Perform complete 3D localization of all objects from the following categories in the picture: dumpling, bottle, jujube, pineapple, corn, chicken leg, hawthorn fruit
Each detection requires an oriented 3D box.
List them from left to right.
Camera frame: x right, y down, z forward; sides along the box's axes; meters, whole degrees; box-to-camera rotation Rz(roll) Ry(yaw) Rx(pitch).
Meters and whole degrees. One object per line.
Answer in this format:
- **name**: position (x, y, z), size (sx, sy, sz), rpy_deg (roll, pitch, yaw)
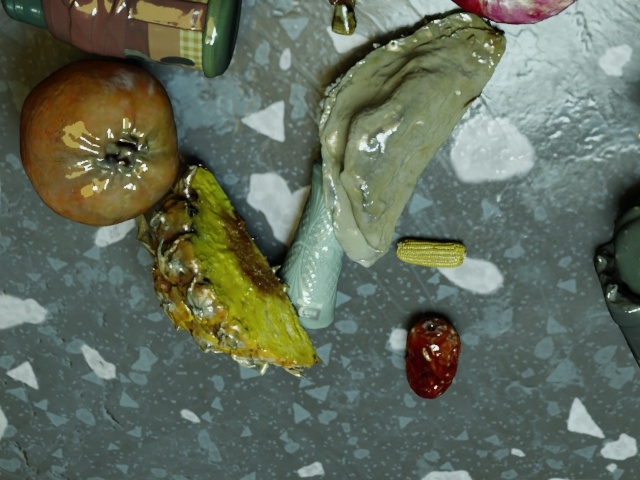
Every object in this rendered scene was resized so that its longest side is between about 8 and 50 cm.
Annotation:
- **hawthorn fruit**: position (-0.287, -0.129, 1.190), size (0.199, 0.251, 0.199), rpy_deg (-15, 114, -35)
- **bottle**: position (-0.232, -0.280, 1.139), size (0.271, 0.143, 0.156), rpy_deg (10, 157, -1)
- **pineapple**: position (-0.159, 0.058, 1.237), size (0.158, 0.161, 0.334), rpy_deg (-21, 99, 34)
- **chicken leg**: position (0.016, -0.322, 1.126), size (0.093, 0.070, 0.178), rpy_deg (-16, 130, -12)
- **dumpling**: position (0.082, -0.137, 1.153), size (0.166, 0.086, 0.332), rpy_deg (27, 96, -10)
- **corn**: position (0.148, 0.017, 1.299), size (0.092, 0.037, 0.037), rpy_deg (8, 118, 5)
- **jujube**: position (0.155, 0.166, 1.355), size (0.077, 0.077, 0.129), rpy_deg (4, 124, 5)

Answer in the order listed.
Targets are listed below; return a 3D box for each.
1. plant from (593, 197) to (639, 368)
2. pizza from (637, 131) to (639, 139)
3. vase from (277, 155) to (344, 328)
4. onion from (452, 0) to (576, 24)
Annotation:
- **plant**: position (0.435, 0.055, 1.226), size (0.164, 0.142, 0.256), rpy_deg (-8, 127, 12)
- **pizza**: position (0.466, -0.109, 1.099), size (0.229, 0.081, 0.289), rpy_deg (4, 92, -12)
- **vase**: position (0.000, 0.000, 1.280), size (0.096, 0.096, 0.219), rpy_deg (16, 115, -1)
- **onion**: position (0.200, -0.323, 1.042), size (0.207, 0.200, 0.200), rpy_deg (10, 119, -12)
